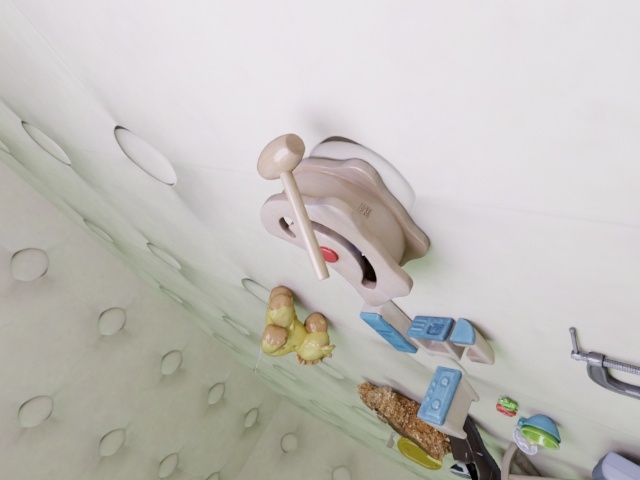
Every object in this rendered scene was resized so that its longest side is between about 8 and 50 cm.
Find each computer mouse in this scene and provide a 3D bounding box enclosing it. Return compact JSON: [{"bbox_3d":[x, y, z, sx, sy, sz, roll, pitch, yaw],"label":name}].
[{"bbox_3d":[0.543,0.835,1.487,0.106,0.042,0.193,34,150,-11],"label":"computer mouse"}]

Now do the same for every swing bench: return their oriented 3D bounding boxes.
[{"bbox_3d":[0.575,0.636,0.947,0.254,0.165,0.253,-1,139,51],"label":"swing bench"}]

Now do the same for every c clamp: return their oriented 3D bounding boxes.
[{"bbox_3d":[0.392,0.169,0.497,0.160,0.022,0.137,12,147,39],"label":"c clamp"}]

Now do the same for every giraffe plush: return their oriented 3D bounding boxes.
[{"bbox_3d":[-0.052,0.226,0.979,0.170,0.211,0.181,11,-171,-7],"label":"giraffe plush"}]

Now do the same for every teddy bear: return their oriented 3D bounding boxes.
[{"bbox_3d":[0.242,0.497,1.190,0.245,0.113,0.338,43,162,-4],"label":"teddy bear"}]

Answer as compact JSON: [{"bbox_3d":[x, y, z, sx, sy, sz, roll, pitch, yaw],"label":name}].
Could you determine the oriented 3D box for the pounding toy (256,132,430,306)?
[{"bbox_3d":[0.000,0.000,0.502,0.154,0.155,0.269,-10,131,50],"label":"pounding toy"}]

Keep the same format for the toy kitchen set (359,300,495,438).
[{"bbox_3d":[0.144,0.193,0.663,0.122,0.166,0.207,44,153,-21],"label":"toy kitchen set"}]

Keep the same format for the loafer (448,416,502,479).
[{"bbox_3d":[0.358,0.511,1.012,0.220,0.078,0.080,56,160,13],"label":"loafer"}]

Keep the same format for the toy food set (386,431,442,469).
[{"bbox_3d":[0.376,0.799,1.603,0.217,0.071,0.128,19,127,25],"label":"toy food set"}]

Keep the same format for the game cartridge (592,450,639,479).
[{"bbox_3d":[0.602,0.458,0.649,0.294,0.060,0.196,27,161,38],"label":"game cartridge"}]

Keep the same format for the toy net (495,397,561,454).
[{"bbox_3d":[0.420,0.397,0.844,0.122,0.045,0.232,16,150,33],"label":"toy net"}]
